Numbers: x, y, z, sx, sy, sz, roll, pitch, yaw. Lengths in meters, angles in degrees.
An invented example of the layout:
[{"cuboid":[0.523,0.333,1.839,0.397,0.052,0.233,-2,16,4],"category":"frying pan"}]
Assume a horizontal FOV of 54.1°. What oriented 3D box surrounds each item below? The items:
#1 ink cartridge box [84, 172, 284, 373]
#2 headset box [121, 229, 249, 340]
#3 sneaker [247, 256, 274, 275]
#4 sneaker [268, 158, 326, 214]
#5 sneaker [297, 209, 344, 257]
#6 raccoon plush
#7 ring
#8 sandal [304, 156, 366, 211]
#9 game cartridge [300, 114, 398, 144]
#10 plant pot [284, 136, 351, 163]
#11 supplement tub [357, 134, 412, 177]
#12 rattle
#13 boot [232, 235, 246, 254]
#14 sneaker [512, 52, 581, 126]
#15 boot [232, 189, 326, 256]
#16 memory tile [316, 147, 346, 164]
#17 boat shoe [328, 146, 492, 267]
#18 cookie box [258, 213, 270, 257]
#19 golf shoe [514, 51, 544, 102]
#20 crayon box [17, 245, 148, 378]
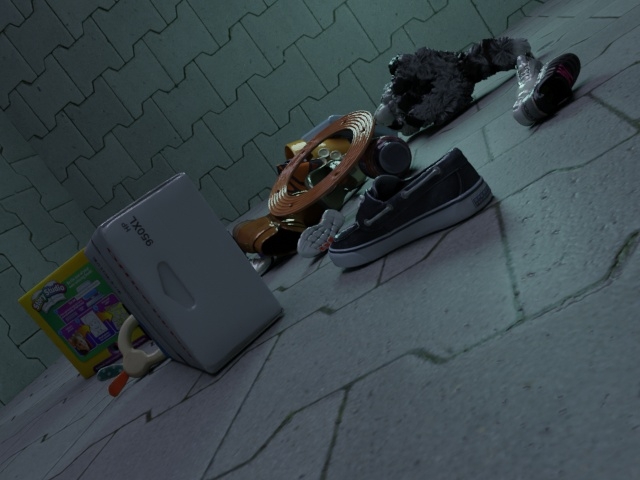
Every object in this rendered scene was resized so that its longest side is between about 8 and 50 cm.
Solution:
[{"cuboid":[-0.265,0.068,1.133,0.166,0.286,0.395,-40,10,-22],"category":"ink cartridge box"},{"cuboid":[-0.347,0.115,1.681,0.246,0.131,0.283,-24,15,50],"category":"headset box"},{"cuboid":[-0.188,0.068,1.505,0.161,0.075,0.057,-33,10,21],"category":"sneaker"},{"cuboid":[-0.098,-0.129,1.822,0.321,0.180,0.125,-33,10,17],"category":"sneaker"},{"cuboid":[0.000,0.000,1.278,0.158,0.061,0.065,-45,-14,-46],"category":"sneaker"},{"cuboid":[0.367,-0.419,1.814,0.445,0.216,0.299,-6,-1,6],"category":"raccoon plush"},{"cuboid":[0.004,-0.181,1.507,0.336,0.032,0.337,-37,26,22],"category":"ring"},{"cuboid":[0.051,-0.168,1.637,0.086,0.120,0.303,-42,4,36],"category":"sandal"},{"cuboid":[0.106,-0.351,2.096,0.294,0.060,0.196,1,-12,-36],"category":"game cartridge"},{"cuboid":[0.010,-0.242,2.008,0.187,0.205,0.205,-23,7,-10],"category":"plant pot"},{"cuboid":[0.151,-0.192,1.463,0.106,0.106,0.198,-36,10,0],"category":"supplement tub"},{"cuboid":[-0.392,0.250,1.383,0.143,0.130,0.200,137,157,-75],"category":"rattle"},{"cuboid":[-0.287,0.026,2.045,0.236,0.085,0.178,-30,9,38],"category":"boot"},{"cuboid":[0.395,-0.258,1.045,0.170,0.063,0.074,-45,12,-20],"category":"sneaker"},{"cuboid":[-0.066,-0.042,1.533,0.283,0.109,0.220,-17,15,-21],"category":"boot"},{"cuboid":[0.033,-0.209,1.875,0.012,0.113,0.148,88,-164,-59],"category":"memory tile"},{"cuboid":[0.104,-0.047,0.927,0.301,0.102,0.108,-25,14,49],"category":"boat shoe"},{"cuboid":[-0.140,-0.013,1.685,0.107,0.092,0.040,-30,15,32],"category":"cookie box"},{"cuboid":[0.404,-0.318,1.233,0.069,0.086,0.176,-28,14,33],"category":"golf shoe"},{"cuboid":[-0.648,0.193,1.822,0.362,0.313,0.106,-32,10,25],"category":"crayon box"}]
